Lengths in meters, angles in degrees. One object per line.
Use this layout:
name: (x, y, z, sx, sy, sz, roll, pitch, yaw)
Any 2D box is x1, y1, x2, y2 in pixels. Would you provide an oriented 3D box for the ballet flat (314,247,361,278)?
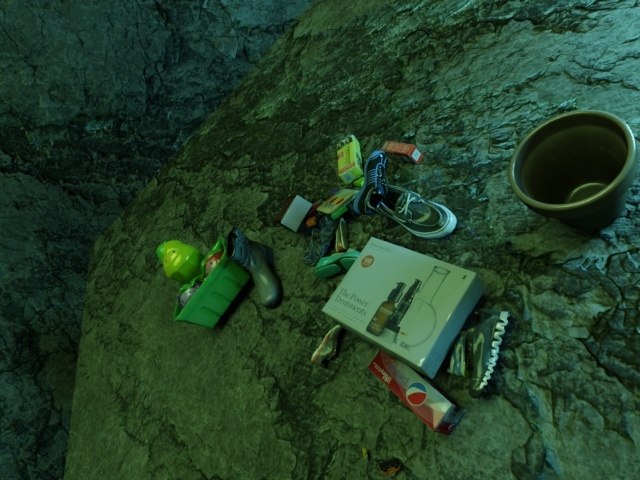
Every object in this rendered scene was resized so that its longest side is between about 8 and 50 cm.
ballet flat: (0.084, 0.069, 1.587, 0.247, 0.083, 0.087, -16, 41, 35)

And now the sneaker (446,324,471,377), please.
sneaker: (0.364, 0.288, 1.187, 0.059, 0.053, 0.144, -13, 56, 42)

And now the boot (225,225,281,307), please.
boot: (-0.287, 0.109, 1.811, 0.118, 0.222, 0.338, -41, 43, 17)

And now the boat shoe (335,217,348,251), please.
boat shoe: (0.076, -0.021, 1.676, 0.043, 0.049, 0.137, -25, 55, 35)

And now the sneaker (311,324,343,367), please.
sneaker: (0.038, 0.351, 1.479, 0.065, 0.061, 0.158, 35, 93, 23)

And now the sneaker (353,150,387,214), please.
sneaker: (0.187, -0.192, 1.486, 0.090, 0.081, 0.232, 8, 77, 51)

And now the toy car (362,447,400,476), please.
toy car: (0.167, 0.598, 1.209, 0.122, 0.060, 0.041, 8, 115, 64)

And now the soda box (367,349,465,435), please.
soda box: (0.250, 0.395, 1.199, 0.083, 0.092, 0.263, -55, 41, 0)

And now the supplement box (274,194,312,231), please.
supplement box: (-0.116, -0.111, 1.826, 0.130, 0.073, 0.239, -60, 13, -2)

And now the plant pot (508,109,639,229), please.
plant pot: (0.621, -0.140, 1.075, 0.263, 0.229, 0.263, -23, 51, 32)

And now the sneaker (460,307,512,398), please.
sneaker: (0.397, 0.274, 1.126, 0.106, 0.078, 0.234, 17, 73, 24)

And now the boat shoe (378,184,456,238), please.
boat shoe: (0.284, -0.100, 1.465, 0.335, 0.119, 0.121, 27, 85, 50)

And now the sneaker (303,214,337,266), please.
sneaker: (0.000, 0.000, 1.694, 0.080, 0.081, 0.211, 29, 91, 11)

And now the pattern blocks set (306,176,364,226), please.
pattern blocks set: (0.063, -0.144, 1.678, 0.285, 0.026, 0.325, -37, 16, 1)

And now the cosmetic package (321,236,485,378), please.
cosmetic package: (0.221, 0.169, 1.267, 0.377, 0.097, 0.284, 21, 69, 46)

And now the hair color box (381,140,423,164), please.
hair color box: (0.297, -0.321, 1.632, 0.141, 0.072, 0.043, 26, 84, 50)

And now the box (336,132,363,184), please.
box: (0.116, -0.331, 1.800, 0.087, 0.058, 0.232, -28, 40, 26)

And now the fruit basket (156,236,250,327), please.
fruit basket: (-0.536, 0.140, 1.916, 0.392, 0.392, 0.283, -53, 22, 4)
